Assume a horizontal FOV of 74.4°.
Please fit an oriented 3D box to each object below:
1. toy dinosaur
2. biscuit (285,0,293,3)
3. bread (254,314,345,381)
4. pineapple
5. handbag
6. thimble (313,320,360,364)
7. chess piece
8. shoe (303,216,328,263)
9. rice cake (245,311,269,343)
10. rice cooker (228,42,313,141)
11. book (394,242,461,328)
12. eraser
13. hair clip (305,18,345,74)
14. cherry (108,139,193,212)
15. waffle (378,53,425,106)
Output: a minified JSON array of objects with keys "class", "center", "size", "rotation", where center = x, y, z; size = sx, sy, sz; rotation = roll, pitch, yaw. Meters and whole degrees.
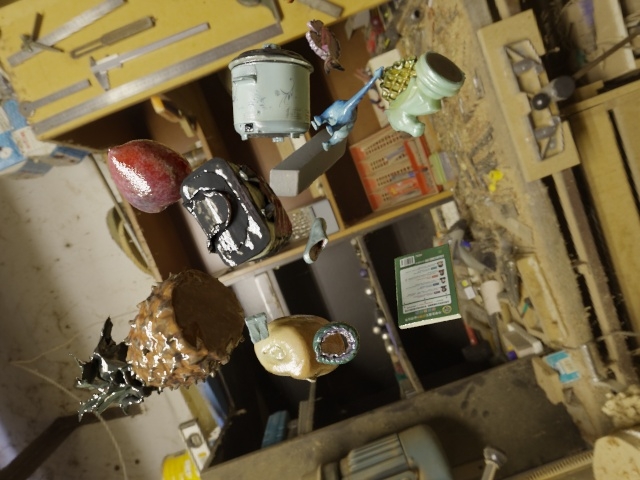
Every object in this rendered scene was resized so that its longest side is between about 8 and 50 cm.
[{"class":"toy dinosaur","center":[0.042,-0.286,1.001],"size":[0.076,0.144,0.329],"rotation":[52,161,4]},{"class":"biscuit","center":[-0.074,-0.850,1.199],"size":[0.081,0.289,0.334],"rotation":[29,168,16]},{"class":"bread","center":[-0.088,0.476,1.956],"size":[0.376,0.348,0.252],"rotation":[16,-95,-55]},{"class":"pineapple","center":[-0.278,0.186,0.650],"size":[0.165,0.365,0.165],"rotation":[39,-149,-29]},{"class":"handbag","center":[-0.188,-0.068,0.982],"size":[0.254,0.181,0.181],"rotation":[57,-166,5]},{"class":"thimble","center":[0.047,0.293,1.217],"size":[0.090,0.135,0.118],"rotation":[56,-157,-79]},{"class":"chess piece","center":[0.346,-0.487,1.474],"size":[0.298,0.176,0.175],"rotation":[-51,53,50]},{"class":"shoe","center":[0.000,0.000,1.573],"size":[0.079,0.078,0.195],"rotation":[56,-133,-43]},{"class":"rice cake","center":[-0.251,0.354,1.701],"size":[0.226,0.085,0.040],"rotation":[93,157,-56]},{"class":"rice cooker","center":[-0.157,-0.468,1.341],"size":[0.317,0.264,0.316],"rotation":[-11,-76,-51]},{"class":"book","center":[0.346,0.148,1.393],"size":[0.027,0.202,0.264],"rotation":[44,-142,-43]},{"class":"eraser","center":[-0.034,-0.264,1.407],"size":[0.077,0.352,0.111],"rotation":[29,141,19]},{"class":"hair clip","center":[0.026,-0.720,1.601],"size":[0.173,0.069,0.300],"rotation":[26,-140,-39]},{"class":"cherry","center":[-0.526,-0.212,1.314],"size":[0.206,0.239,0.239],"rotation":[-52,-51,-48]},{"class":"waffle","center":[0.328,-0.585,1.585],"size":[0.204,0.224,0.054],"rotation":[51,-135,-31]}]
